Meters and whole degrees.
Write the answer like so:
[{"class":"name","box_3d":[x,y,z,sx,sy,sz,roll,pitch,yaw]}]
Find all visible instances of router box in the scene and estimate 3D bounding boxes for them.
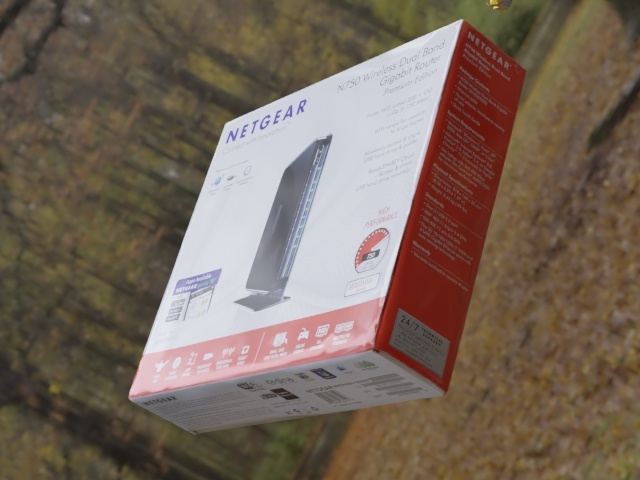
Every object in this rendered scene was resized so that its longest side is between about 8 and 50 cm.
[{"class":"router box","box_3d":[0.000,0.000,1.211,0.335,0.082,0.301,-18,48,48]}]

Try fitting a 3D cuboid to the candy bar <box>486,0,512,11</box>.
[{"class":"candy bar","box_3d":[0.219,-0.329,1.561,0.040,0.018,0.161,-10,-59,-55]}]
